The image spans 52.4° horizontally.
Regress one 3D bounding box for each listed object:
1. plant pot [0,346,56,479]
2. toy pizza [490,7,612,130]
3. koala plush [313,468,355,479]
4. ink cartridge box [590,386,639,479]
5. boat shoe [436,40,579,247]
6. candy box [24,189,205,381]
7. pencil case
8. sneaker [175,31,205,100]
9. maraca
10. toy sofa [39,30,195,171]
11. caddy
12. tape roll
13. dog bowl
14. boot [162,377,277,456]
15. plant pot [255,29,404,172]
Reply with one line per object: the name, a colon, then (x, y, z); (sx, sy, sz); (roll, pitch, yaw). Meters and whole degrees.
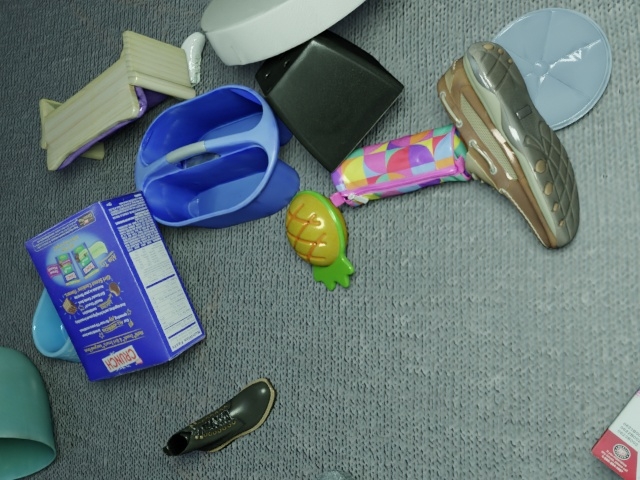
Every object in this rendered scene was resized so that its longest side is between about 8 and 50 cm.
plant pot: (-0.738, 0.376, 1.431); (0.293, 0.293, 0.235); (-32, 53, 23)
toy pizza: (0.349, -0.264, 1.020); (0.201, 0.032, 0.201); (-5, 80, 29)
koala plush: (-0.033, 0.493, 1.061); (0.221, 0.196, 0.203); (-21, 62, 27)
ink cartridge box: (0.460, 0.238, 0.833); (0.128, 0.127, 0.176); (38, 102, 29)
boat shoe: (0.282, -0.135, 0.983); (0.116, 0.123, 0.325); (-27, 87, 46)
candy box: (-0.404, 0.097, 1.278); (0.268, 0.122, 0.317); (-19, 95, 35)
pencil case: (0.132, -0.120, 1.088); (0.236, 0.104, 0.105); (-15, 76, 28)
sneaker: (-0.276, -0.369, 1.389); (0.061, 0.053, 0.152); (37, 110, 23)
maraca: (0.000, 0.000, 1.151); (0.127, 0.099, 0.186); (-17, 96, 53)
toy sofa: (-0.436, -0.270, 1.377); (0.362, 0.150, 0.177); (-21, 74, 36)
caddy: (-0.204, -0.153, 1.241); (0.341, 0.179, 0.242); (-14, 78, 28)
tape roll: (-0.033, -0.449, 1.118); (0.391, 0.072, 0.392); (-23, 36, 18)
dog bowl: (-0.555, 0.135, 1.466); (0.165, 0.074, 0.297); (26, 97, 30)
boot: (-0.181, 0.331, 1.186); (0.198, 0.137, 0.077); (-48, 64, 15)
plant pot: (-0.003, -0.264, 1.104); (0.187, 0.167, 0.188); (-48, 30, 16)
